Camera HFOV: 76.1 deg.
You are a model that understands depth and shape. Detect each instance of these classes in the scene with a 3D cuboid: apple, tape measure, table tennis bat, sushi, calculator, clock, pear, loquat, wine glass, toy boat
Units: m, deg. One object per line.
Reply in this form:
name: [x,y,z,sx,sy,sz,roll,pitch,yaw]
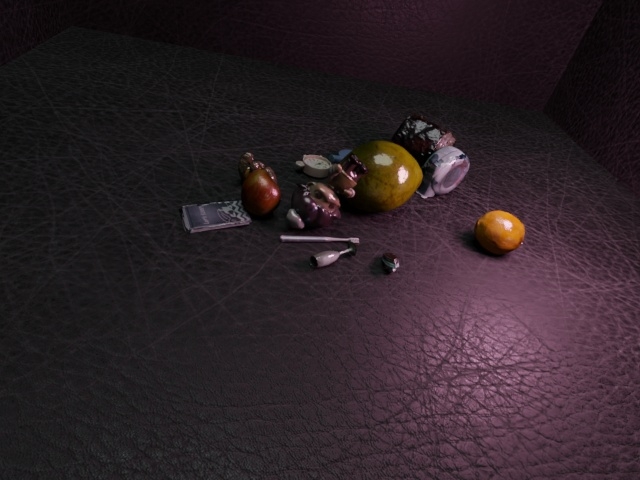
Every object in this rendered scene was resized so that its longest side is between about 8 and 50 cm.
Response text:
apple: [-0.256,-0.206,1.751,0.160,0.173,0.195,-2,44,-44]
tape measure: [0.644,-0.367,2.155,0.275,0.256,0.147,-20,54,-29]
table tennis bat: [0.174,-0.447,2.250,0.329,0.044,0.215,-10,45,-43]
sushi: [0.565,-0.537,2.308,0.294,0.281,0.299,39,25,23]
calculator: [-0.437,-0.105,1.708,0.274,0.028,0.165,-9,47,-23]
clock: [-0.024,-0.387,2.141,0.230,0.063,0.155,-2,39,-25]
pear: [0.271,-0.304,1.927,0.414,0.351,0.351,-12,45,-15]
loquat: [0.819,-0.036,1.863,0.234,0.187,0.176,25,28,0]
wine glass: [0.051,0.057,1.626,0.198,0.066,0.066,-17,48,-32]
toy boat: [0.286,0.091,1.656,0.059,0.066,0.140,-4,13,-5]

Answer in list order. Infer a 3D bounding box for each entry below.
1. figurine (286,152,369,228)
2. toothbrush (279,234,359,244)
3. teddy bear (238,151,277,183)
figurine: [0.040,-0.189,1.720,0.218,0.365,0.206,27,42,-44]
toothbrush: [0.000,-0.002,1.713,0.343,0.025,0.030,3,43,-14]
teddy bear: [-0.289,-0.306,1.916,0.190,0.177,0.140,27,86,17]
